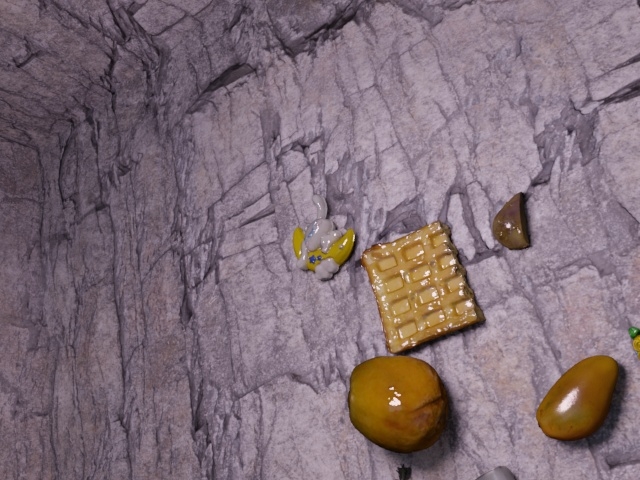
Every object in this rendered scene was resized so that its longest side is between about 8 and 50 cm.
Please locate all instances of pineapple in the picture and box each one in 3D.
[{"bbox_3d":[0.235,0.698,1.655,0.058,0.058,0.124,-1,71,33],"label":"pineapple"}]

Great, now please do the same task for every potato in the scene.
[{"bbox_3d":[0.533,-0.062,1.669,0.101,0.089,0.171,-9,73,33],"label":"potato"}]

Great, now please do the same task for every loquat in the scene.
[{"bbox_3d":[0.207,0.449,1.611,0.284,0.276,0.275,4,78,23],"label":"loquat"}]

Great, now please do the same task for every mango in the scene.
[{"bbox_3d":[0.646,0.392,1.447,0.253,0.113,0.138,-50,51,2],"label":"mango"}]

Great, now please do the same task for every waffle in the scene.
[{"bbox_3d":[0.294,0.140,1.771,0.304,0.078,0.348,-26,63,25],"label":"waffle"}]

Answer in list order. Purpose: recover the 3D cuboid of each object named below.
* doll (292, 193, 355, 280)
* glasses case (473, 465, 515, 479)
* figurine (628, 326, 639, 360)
[{"bbox_3d":[0.000,0.000,1.982,0.237,0.111,0.252,40,107,36],"label":"doll"},{"bbox_3d":[0.482,0.733,1.466,0.128,0.083,0.308,-35,60,26],"label":"glasses case"},{"bbox_3d":[0.819,0.264,1.401,0.156,0.115,0.094,-124,37,-51],"label":"figurine"}]
